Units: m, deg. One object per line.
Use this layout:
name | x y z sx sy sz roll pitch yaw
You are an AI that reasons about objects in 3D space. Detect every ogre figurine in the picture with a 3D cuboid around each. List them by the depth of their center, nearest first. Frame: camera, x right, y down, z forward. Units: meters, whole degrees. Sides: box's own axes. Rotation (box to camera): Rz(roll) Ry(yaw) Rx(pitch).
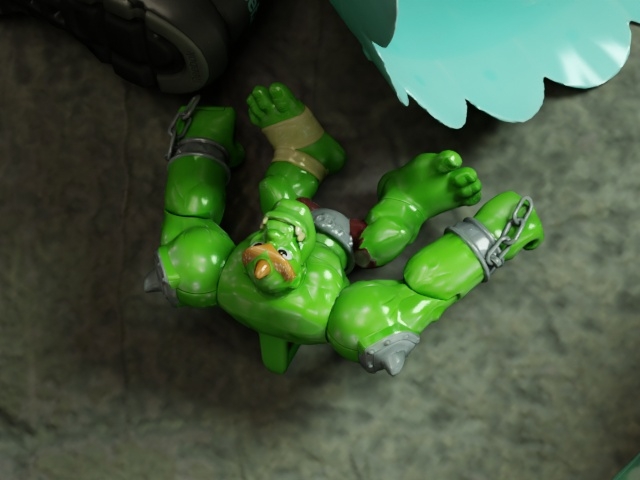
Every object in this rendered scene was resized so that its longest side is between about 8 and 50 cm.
ogre figurine | 0.000 0.000 0.971 0.197 0.097 0.118 27 62 1

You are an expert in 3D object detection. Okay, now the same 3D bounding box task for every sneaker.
sneaker | -0.144 -0.171 1.053 0.267 0.101 0.106 28 65 15

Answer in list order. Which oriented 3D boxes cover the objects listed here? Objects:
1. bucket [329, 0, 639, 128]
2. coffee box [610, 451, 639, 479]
bucket | 0.091 -0.208 0.925 0.281 0.281 0.183 -38 67 -2
coffee box | 0.135 0.196 0.912 0.184 0.040 0.113 -44 72 -4
